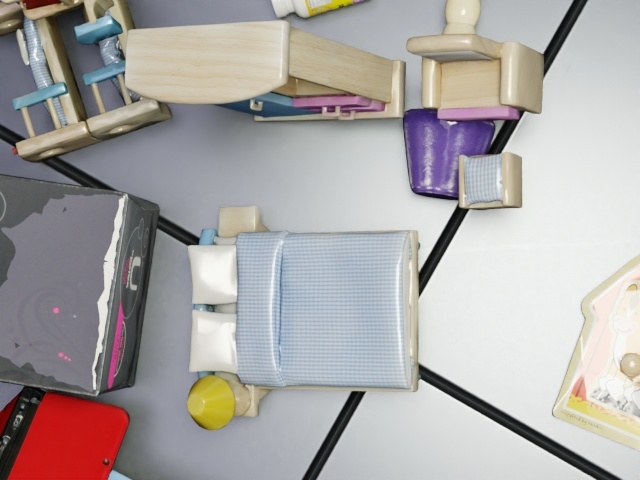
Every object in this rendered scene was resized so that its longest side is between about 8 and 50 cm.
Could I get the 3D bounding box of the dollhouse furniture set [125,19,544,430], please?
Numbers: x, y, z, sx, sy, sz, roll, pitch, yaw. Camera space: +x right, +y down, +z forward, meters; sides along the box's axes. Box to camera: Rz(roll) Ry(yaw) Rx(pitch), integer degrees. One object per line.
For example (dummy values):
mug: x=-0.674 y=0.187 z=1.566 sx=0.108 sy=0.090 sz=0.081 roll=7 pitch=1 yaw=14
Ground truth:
dollhouse furniture set: x=0.000 y=0.000 z=1.267 sx=0.286 sy=0.198 sz=0.303 roll=0 pitch=88 yaw=29

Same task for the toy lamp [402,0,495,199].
toy lamp: x=0.116 y=-0.171 z=1.376 sx=0.080 sy=0.080 sz=0.274 roll=9 pitch=88 yaw=6

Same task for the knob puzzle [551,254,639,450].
knob puzzle: x=0.304 y=0.085 z=1.368 sx=0.213 sy=0.030 sz=0.213 roll=0 pitch=87 yaw=5

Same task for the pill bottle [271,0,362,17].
pill bottle: x=0.000 y=-0.212 z=1.405 sx=0.083 sy=0.043 sz=0.043 roll=-16 pitch=86 yaw=5

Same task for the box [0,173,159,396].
box: x=-0.284 y=0.026 z=1.367 sx=0.270 sy=0.143 sz=0.165 roll=7 pitch=88 yaw=5

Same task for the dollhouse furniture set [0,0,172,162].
dollhouse furniture set: x=-0.215 y=-0.150 z=1.350 sx=0.129 sy=0.184 sz=0.129 roll=-19 pitch=85 yaw=4

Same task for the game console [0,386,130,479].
game console: x=-0.234 y=0.198 z=1.354 sx=0.085 sy=0.124 sz=0.144 roll=32 pitch=48 yaw=-16

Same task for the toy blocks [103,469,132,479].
toy blocks: x=-0.172 y=0.344 z=1.336 sx=0.261 sy=0.191 sz=0.381 roll=25 pitch=79 yaw=15
